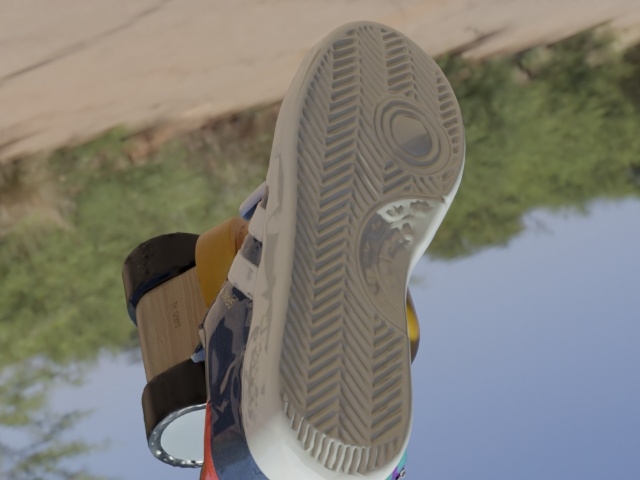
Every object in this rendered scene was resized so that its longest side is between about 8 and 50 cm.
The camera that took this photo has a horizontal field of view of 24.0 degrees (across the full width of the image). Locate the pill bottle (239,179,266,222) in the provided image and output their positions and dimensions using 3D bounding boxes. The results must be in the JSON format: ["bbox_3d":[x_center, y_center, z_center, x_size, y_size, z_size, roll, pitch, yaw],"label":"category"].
[{"bbox_3d":[0.000,0.000,1.736,0.103,0.184,0.103,-41,180,0],"label":"pill bottle"}]

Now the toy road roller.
[{"bbox_3d":[-0.006,0.108,1.334,0.240,0.203,0.329,-28,137,14],"label":"toy road roller"}]

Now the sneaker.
[{"bbox_3d":[-0.008,0.016,0.942,0.148,0.131,0.350,-41,-154,48],"label":"sneaker"}]

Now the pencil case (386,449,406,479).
[{"bbox_3d":[0.018,0.186,1.011,0.064,0.070,0.152,-56,-169,43],"label":"pencil case"}]
